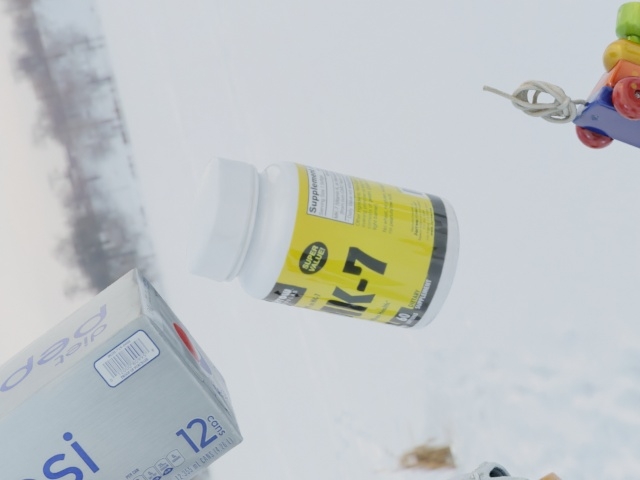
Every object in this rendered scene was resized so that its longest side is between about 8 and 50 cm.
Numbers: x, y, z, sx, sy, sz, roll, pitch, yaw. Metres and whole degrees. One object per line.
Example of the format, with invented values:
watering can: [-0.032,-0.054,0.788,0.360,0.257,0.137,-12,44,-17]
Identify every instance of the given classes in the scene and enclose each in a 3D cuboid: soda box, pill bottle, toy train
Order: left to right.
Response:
soda box: [-0.185,0.141,0.697,0.091,0.286,0.098,54,180,-17]
pill bottle: [0.000,0.000,1.087,0.119,0.208,0.119,-168,90,-74]
toy train: [0.288,-0.167,1.244,0.105,0.248,0.143,131,157,-70]

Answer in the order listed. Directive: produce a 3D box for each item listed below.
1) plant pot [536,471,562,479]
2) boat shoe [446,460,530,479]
plant pot: [0.252,0.363,1.402,0.188,0.205,0.205,56,167,16]
boat shoe: [0.112,0.183,0.844,0.079,0.081,0.227,56,-179,1]
